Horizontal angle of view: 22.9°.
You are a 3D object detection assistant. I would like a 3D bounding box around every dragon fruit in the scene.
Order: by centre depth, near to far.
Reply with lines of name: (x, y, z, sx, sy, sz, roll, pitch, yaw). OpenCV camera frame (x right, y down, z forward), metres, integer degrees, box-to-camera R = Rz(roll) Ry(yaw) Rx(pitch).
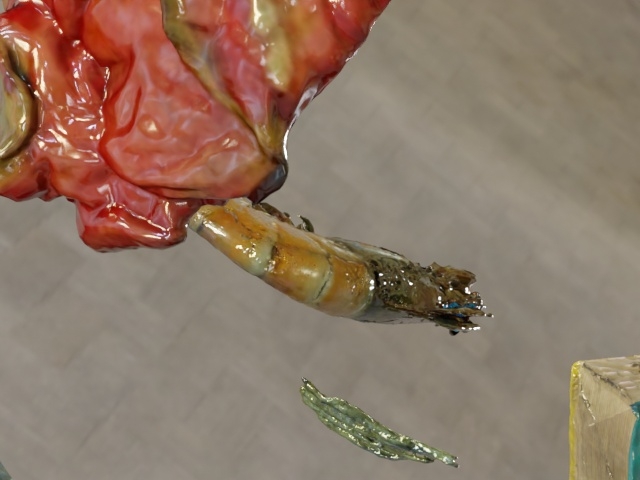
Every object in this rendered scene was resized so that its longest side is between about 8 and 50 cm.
dragon fruit: (-0.066, -0.182, 0.702, 0.228, 0.286, 0.329, 35, 69, -24)

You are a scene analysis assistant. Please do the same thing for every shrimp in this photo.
shrimp: (0.000, 0.000, 1.248, 0.290, 0.054, 0.222, 18, 17, -34)

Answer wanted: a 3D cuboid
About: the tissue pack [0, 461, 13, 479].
tissue pack: (-0.393, 0.228, 0.933, 0.416, 0.264, 0.253, 13, 26, -52)

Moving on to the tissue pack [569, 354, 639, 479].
tissue pack: (0.336, 0.185, 1.278, 0.271, 0.192, 0.134, -3, 15, -18)

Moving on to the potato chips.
potato chips: (0.066, 0.212, 1.744, 0.207, 0.092, 0.028, 23, 65, 22)
